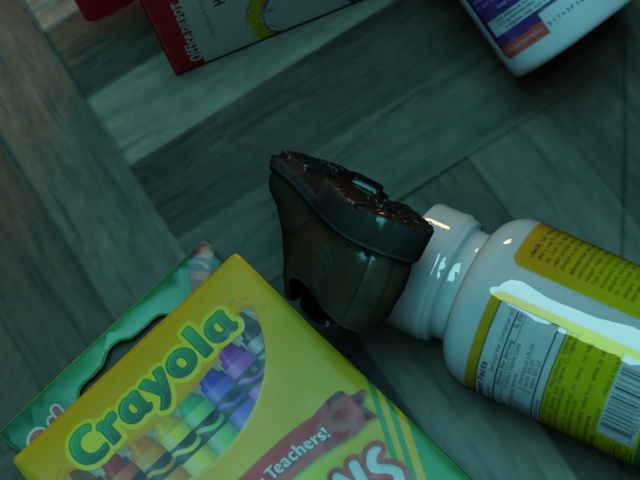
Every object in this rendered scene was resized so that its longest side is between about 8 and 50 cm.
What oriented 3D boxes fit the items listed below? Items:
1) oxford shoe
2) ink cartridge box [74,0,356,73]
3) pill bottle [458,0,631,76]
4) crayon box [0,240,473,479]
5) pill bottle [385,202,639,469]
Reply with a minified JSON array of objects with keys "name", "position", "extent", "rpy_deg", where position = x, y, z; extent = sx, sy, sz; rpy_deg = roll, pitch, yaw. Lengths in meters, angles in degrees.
[{"name":"oxford shoe","position":[0.000,0.000,1.147],"extent":[0.082,0.227,0.096],"rpy_deg":[18,101,-14]},{"name":"ink cartridge box","position":[-0.064,-0.199,1.255],"extent":[0.231,0.134,0.078],"rpy_deg":[-23,67,0]},{"name":"pill bottle","position":[0.120,-0.217,1.212],"extent":[0.108,0.108,0.193],"rpy_deg":[-36,94,-6]},{"name":"crayon box","position":[-0.048,0.155,1.142],"extent":[0.202,0.081,0.318],"rpy_deg":[-44,69,-9]},{"name":"pill bottle","position":[0.150,0.056,1.131],"extent":[0.208,0.117,0.118],"rpy_deg":[24,74,16]}]
